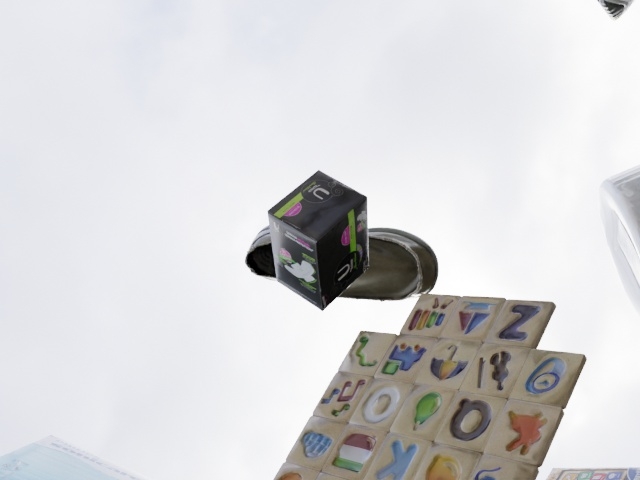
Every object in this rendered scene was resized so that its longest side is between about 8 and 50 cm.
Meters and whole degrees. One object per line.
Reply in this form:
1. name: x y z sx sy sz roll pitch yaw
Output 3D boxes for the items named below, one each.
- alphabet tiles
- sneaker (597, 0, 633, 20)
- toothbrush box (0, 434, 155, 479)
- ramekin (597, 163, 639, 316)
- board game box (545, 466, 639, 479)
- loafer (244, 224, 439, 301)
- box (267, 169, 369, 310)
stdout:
1. alphabet tiles: 0.087 0.188 0.837 0.011 0.285 0.343 50 -121 -30
2. sneaker: 0.400 -0.398 1.168 0.147 0.145 0.384 -40 -6 19
3. toothbrush box: -0.258 0.319 0.927 0.295 0.216 0.126 73 -141 -87
4. ramekin: 0.530 0.005 1.351 0.135 0.277 0.277 -19 -48 8
5. board game box: 0.404 0.388 1.290 0.146 0.193 0.045 -33 -75 -46
6. loafer: 0.018 0.034 1.065 0.087 0.251 0.095 -30 -60 -60
7. box: 0.000 0.000 0.691 0.062 0.052 0.083 -42 -32 -29
